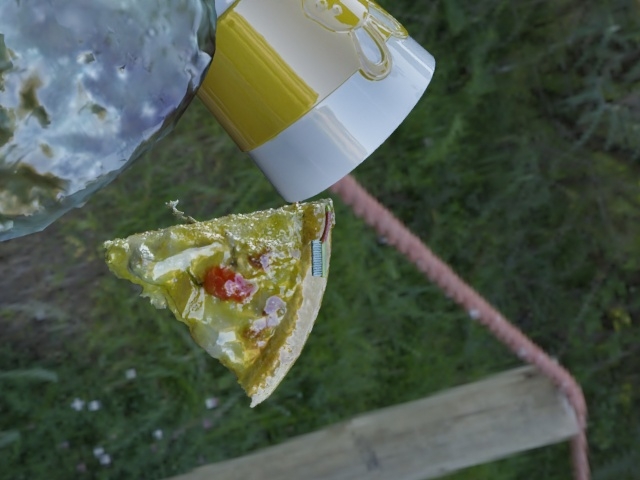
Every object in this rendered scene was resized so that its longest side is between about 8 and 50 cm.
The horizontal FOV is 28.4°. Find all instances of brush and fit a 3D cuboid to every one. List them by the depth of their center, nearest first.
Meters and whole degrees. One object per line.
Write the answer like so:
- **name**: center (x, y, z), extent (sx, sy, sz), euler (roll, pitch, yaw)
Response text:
- **brush**: center (0.000, 0.000, 1.440), extent (0.019, 0.021, 0.083), euler (-160, -106, -81)

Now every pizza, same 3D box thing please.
- **pizza**: center (-0.140, 0.059, 1.596), extent (0.075, 0.287, 0.280), euler (-87, -172, -82)

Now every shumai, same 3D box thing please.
- **shumai**: center (-0.280, -0.207, 0.814), extent (0.348, 0.395, 0.395), euler (66, 15, -55)

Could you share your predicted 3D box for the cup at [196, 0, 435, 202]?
- **cup**: center (-0.025, -0.184, 1.125), extent (0.226, 0.185, 0.241), euler (44, 43, -18)
